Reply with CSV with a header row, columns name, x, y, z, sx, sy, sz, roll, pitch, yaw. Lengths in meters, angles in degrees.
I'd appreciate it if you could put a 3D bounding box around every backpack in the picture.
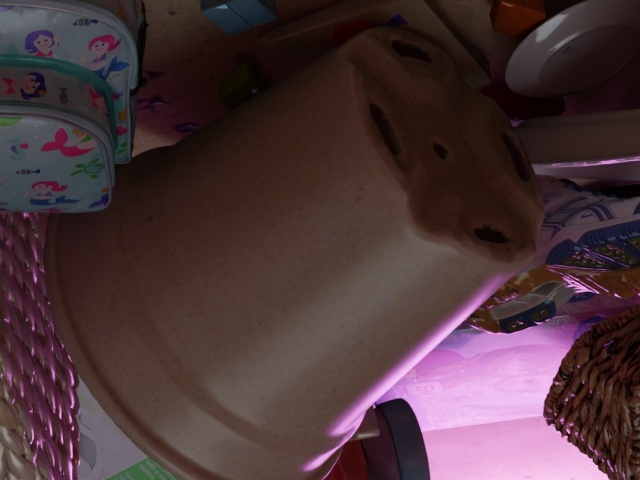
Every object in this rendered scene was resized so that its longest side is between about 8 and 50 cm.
name,x,y,z,sx,sy,sz,roll,pitch,yaw
backpack,-0.238,-0.135,1.356,0.225,0.191,0.253,1,150,-9

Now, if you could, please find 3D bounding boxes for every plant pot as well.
name,x,y,z,sx,sy,sz,roll,pitch,yaw
plant pot,0.000,0.000,1.494,0.334,0.333,0.305,20,136,-41

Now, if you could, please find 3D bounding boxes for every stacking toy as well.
name,x,y,z,sx,sy,sz,roll,pitch,yaw
stacking toy,0.060,0.125,1.833,0.130,0.309,0.279,-8,154,-11

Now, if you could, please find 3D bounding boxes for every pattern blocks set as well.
name,x,y,z,sx,sy,sz,roll,pitch,yaw
pattern blocks set,0.051,-0.153,1.531,0.285,0.026,0.325,-11,156,14

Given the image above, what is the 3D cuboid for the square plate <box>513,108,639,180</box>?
name,x,y,z,sx,sy,sz,roll,pitch,yaw
square plate,0.338,-0.079,1.563,0.347,0.049,0.344,1,179,-30

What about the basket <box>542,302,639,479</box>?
name,x,y,z,sx,sy,sz,roll,pitch,yaw
basket,0.406,0.121,2.003,0.299,0.223,0.213,-18,120,-16

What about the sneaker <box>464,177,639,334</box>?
name,x,y,z,sx,sy,sz,roll,pitch,yaw
sneaker,0.240,-0.014,1.701,0.296,0.131,0.112,-18,139,38

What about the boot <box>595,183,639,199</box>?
name,x,y,z,sx,sy,sz,roll,pitch,yaw
boot,0.329,-0.031,1.743,0.219,0.082,0.106,7,165,28

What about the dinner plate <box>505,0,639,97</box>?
name,x,y,z,sx,sy,sz,roll,pitch,yaw
dinner plate,0.220,-0.156,1.524,0.141,0.017,0.141,-17,152,-9

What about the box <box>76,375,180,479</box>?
name,x,y,z,sx,sy,sz,roll,pitch,yaw
box,-0.252,0.159,1.880,0.231,0.126,0.262,-28,123,12

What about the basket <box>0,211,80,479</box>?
name,x,y,z,sx,sy,sz,roll,pitch,yaw
basket,-0.366,0.084,1.547,0.267,0.328,0.331,-11,130,2

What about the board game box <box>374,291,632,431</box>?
name,x,y,z,sx,sy,sz,roll,pitch,yaw
board game box,0.206,0.128,2.122,0.318,0.065,0.318,-9,155,9
